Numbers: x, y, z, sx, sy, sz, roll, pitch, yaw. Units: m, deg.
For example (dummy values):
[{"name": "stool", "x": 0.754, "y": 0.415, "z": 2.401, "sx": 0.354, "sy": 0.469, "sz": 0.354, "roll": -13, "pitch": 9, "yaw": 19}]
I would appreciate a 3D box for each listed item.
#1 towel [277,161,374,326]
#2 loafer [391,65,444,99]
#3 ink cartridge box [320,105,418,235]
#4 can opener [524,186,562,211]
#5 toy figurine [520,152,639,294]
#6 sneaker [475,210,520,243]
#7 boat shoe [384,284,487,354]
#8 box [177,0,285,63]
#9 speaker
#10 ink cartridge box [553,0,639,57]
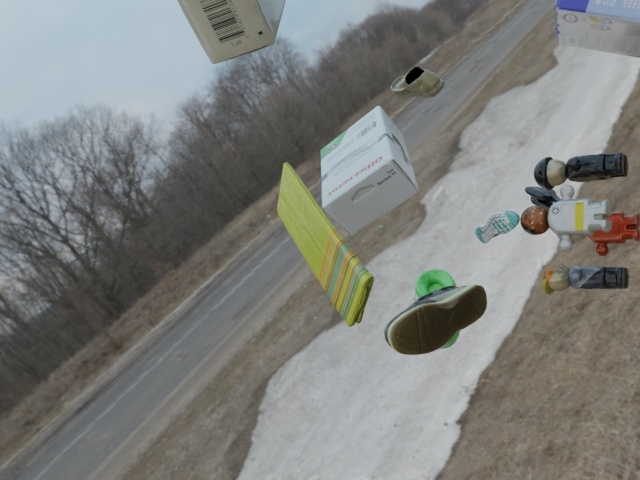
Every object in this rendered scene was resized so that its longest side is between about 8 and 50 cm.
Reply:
[{"name": "towel", "x": 0.000, "y": 0.000, "z": 0.719, "sx": 0.021, "sy": 0.237, "sz": 0.102, "roll": -14, "pitch": -39, "yaw": -27}, {"name": "loafer", "x": 0.180, "y": -0.306, "z": 0.988, "sx": 0.056, "sy": 0.050, "sz": 0.148, "roll": -47, "pitch": 27, "yaw": -9}, {"name": "ink cartridge box", "x": 0.082, "y": -0.130, "z": 0.940, "sx": 0.153, "sy": 0.087, "sz": 0.209, "roll": -33, "pitch": 31, "yaw": 24}, {"name": "can opener", "x": 0.584, "y": -0.082, "z": 1.268, "sx": 0.073, "sy": 0.059, "sz": 0.186, "roll": -5, "pitch": 29, "yaw": -24}, {"name": "toy figurine", "x": 0.444, "y": -0.029, "z": 0.890, "sx": 0.148, "sy": 0.213, "sz": 0.210, "roll": -1, "pitch": 42, "yaw": 44}, {"name": "sneaker", "x": 0.491, "y": -0.049, "z": 1.405, "sx": 0.076, "sy": 0.065, "sz": 0.166, "roll": -29, "pitch": -5, "yaw": -22}, {"name": "boat shoe", "x": 0.130, "y": 0.091, "z": 0.601, "sx": 0.152, "sy": 0.056, "sz": 0.049, "roll": -15, "pitch": 7, "yaw": -31}, {"name": "box", "x": -0.109, "y": -0.367, "z": 0.717, "sx": 0.094, "sy": 0.113, "sz": 0.275, "roll": -12, "pitch": 42, "yaw": 16}, {"name": "speaker", "x": 0.368, "y": 0.220, "z": 1.610, "sx": 0.131, "sy": 0.297, "sz": 0.131, "roll": -9, "pitch": 48, "yaw": 10}, {"name": "ink cartridge box", "x": 0.584, "y": -0.432, "z": 0.931, "sx": 0.395, "sy": 0.151, "sz": 0.270, "roll": 18, "pitch": 13, "yaw": 22}]
